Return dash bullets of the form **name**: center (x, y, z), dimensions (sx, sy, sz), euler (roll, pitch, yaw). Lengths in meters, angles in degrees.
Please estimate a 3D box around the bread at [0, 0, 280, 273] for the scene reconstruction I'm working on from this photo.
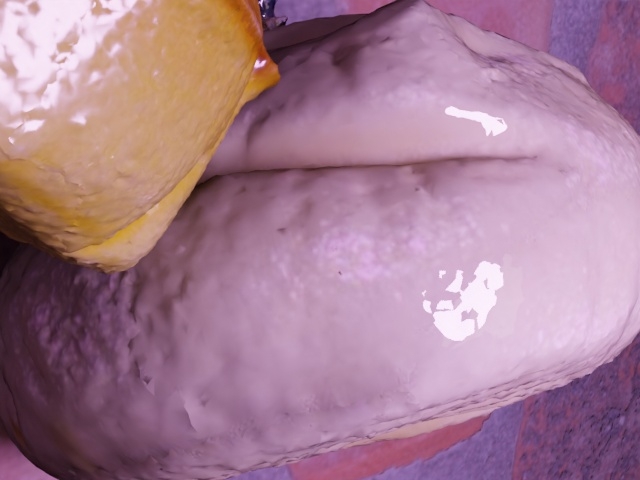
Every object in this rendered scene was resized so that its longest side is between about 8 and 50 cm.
- **bread**: center (-0.145, -0.103, 0.592), dimensions (0.148, 0.270, 0.270), euler (-60, 144, -9)

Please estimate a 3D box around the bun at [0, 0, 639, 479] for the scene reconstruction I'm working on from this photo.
- **bun**: center (0.000, 0.000, 0.795), dimensions (0.365, 0.365, 0.219), euler (-7, 78, -54)

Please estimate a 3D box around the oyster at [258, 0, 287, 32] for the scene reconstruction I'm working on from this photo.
- **oyster**: center (-0.052, -0.101, 0.911), dimensions (0.103, 0.051, 0.148), euler (-37, 141, -33)
